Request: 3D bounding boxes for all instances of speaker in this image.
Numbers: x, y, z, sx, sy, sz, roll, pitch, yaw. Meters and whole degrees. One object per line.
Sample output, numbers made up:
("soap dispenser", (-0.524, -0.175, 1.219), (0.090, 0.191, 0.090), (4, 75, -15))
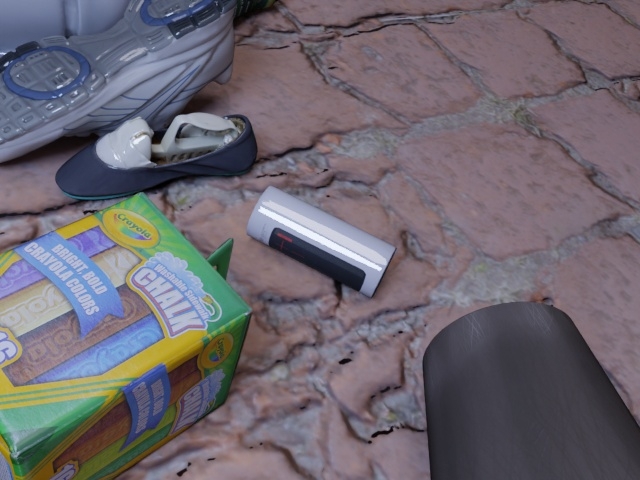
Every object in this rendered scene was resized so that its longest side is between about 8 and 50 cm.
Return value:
("speaker", (0.000, 0.000, 0.632), (0.136, 0.055, 0.055), (27, 47, 6))

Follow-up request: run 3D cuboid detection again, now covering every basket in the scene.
("basket", (0.159, 0.169, 0.470), (0.204, 0.154, 0.227), (6, 44, -14))

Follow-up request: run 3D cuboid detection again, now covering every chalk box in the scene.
("chalk box", (-0.140, 0.069, 0.472), (0.213, 0.132, 0.132), (-29, 63, -35))

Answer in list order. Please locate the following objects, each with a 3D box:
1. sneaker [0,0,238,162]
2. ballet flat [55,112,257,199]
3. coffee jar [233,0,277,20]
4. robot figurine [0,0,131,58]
("sneaker", (-0.202, -0.147, 0.666), (0.297, 0.129, 0.111), (-30, 59, -15))
("ballet flat", (-0.155, -0.092, 0.656), (0.203, 0.074, 0.074), (-12, 54, -26))
("coffee jar", (-0.127, -0.332, 0.875), (0.096, 0.079, 0.184), (33, 48, 17))
("robot figurine", (-0.335, -0.290, 0.681), (0.353, 0.199, 0.300), (-7, 94, -21))
